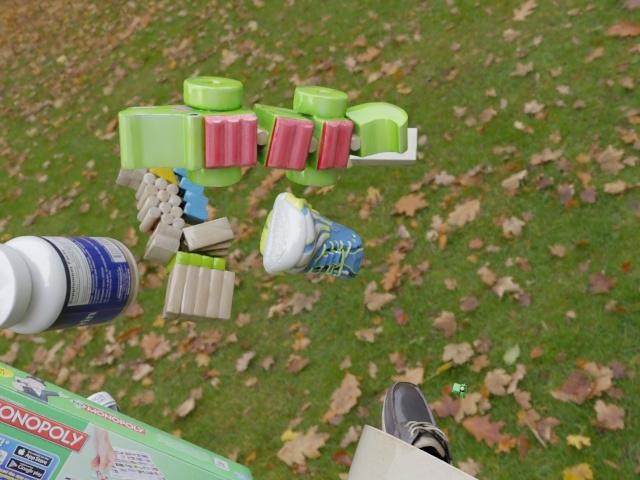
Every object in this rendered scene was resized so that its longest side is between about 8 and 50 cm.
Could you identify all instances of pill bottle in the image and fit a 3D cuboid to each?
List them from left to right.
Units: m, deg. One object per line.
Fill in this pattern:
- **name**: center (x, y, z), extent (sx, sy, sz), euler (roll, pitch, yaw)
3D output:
- **pill bottle**: center (-0.428, 0.068, 1.092), extent (0.153, 0.264, 0.153), euler (0, 89, 24)

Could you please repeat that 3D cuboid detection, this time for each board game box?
- **board game box**: center (-0.255, 0.270, 0.687), extent (0.213, 0.317, 0.046), euler (-58, 19, 3)

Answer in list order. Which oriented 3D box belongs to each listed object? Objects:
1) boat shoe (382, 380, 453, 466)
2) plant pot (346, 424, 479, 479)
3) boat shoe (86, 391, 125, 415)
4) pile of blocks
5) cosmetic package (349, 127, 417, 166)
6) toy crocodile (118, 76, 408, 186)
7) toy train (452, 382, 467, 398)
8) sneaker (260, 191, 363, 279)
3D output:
- **boat shoe**: center (0.221, 0.440, 1.427), extent (0.132, 0.130, 0.355), euler (1, 47, -16)
- **plant pot**: center (0.087, 0.329, 0.535), extent (0.256, 0.256, 0.274), euler (15, 72, 47)
- **boat shoe**: center (-0.324, 0.351, 1.115), extent (0.102, 0.301, 0.108), euler (36, 55, 19)
- **pile of blocks**: center (-0.249, -0.018, 1.194), extent (0.149, 0.362, 0.112), euler (-14, -10, -29)
- **cosmetic package**: center (0.111, -0.162, 1.191), extent (0.115, 0.041, 0.060), euler (4, 80, 10)
- **toy crocodile**: center (-0.057, -0.118, 0.784), extent (0.340, 0.115, 0.105), euler (-3, 23, -27)
- **toy train**: center (0.228, 0.247, 1.128), extent (0.023, 0.083, 0.017), euler (11, 74, 15)
- **sneaker**: center (0.000, 0.000, 0.790), extent (0.240, 0.126, 0.091), euler (-142, 65, -81)
